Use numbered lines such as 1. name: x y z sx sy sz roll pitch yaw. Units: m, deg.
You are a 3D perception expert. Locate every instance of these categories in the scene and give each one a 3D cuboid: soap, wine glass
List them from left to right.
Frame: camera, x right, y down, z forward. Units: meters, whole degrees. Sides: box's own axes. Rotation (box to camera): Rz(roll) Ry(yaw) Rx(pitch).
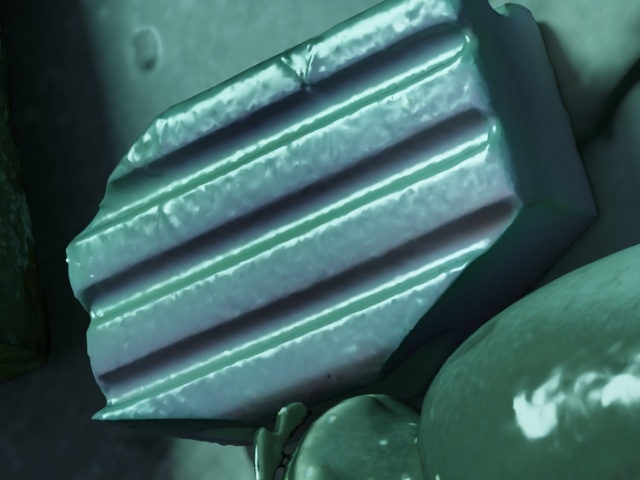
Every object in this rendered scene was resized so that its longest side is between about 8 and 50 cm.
1. soap: 0.000 0.000 0.548 0.149 0.056 0.100 -25 69 26
2. wine glass: 0.092 0.053 0.452 0.204 0.111 0.111 -25 72 30

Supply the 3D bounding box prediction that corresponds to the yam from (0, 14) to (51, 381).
1. yam: -0.153 -0.046 0.619 0.107 0.107 0.194 -18 74 28
